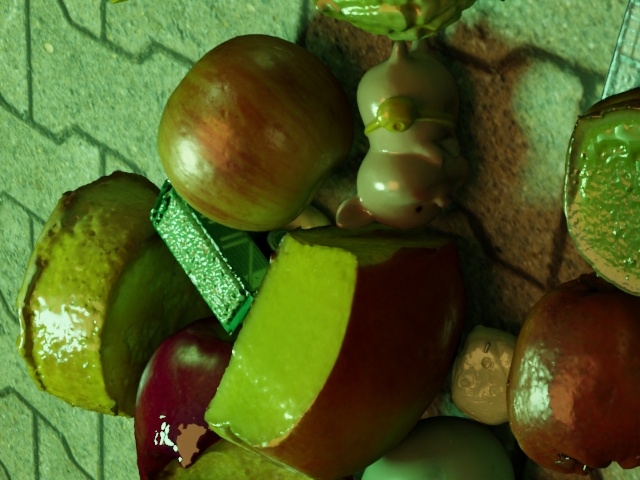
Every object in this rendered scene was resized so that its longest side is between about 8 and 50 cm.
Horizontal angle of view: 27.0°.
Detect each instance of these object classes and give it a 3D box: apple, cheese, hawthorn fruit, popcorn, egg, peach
[{"bbox_3d":[-0.088,-0.143,1.842,0.233,0.286,0.286,40,136,7],"label":"apple"},{"bbox_3d":[0.000,0.000,1.978,0.255,0.050,0.127,7,111,49],"label":"cheese"},{"bbox_3d":[0.320,0.125,1.544,0.211,0.211,0.299,5,99,49],"label":"hawthorn fruit"},{"bbox_3d":[0.106,-0.344,1.598,0.237,0.251,0.206,-124,51,-73],"label":"popcorn"},{"bbox_3d":[0.156,0.352,1.828,0.203,0.203,0.283,56,142,16],"label":"egg"},{"bbox_3d":[0.055,0.134,1.740,0.242,0.306,0.381,16,79,40],"label":"peach"},{"bbox_3d":[-0.109,0.322,2.039,0.339,0.353,0.417,0,104,4],"label":"peach"}]

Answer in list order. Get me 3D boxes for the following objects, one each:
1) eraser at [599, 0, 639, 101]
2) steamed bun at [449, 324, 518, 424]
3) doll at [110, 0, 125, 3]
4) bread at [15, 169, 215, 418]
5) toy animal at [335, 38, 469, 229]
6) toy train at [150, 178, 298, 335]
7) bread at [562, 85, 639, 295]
[{"bbox_3d":[0.372,-0.140,1.448,0.124,0.081,0.279,35,130,34],"label":"eraser"},{"bbox_3d":[0.232,0.174,1.746,0.112,0.091,0.130,17,114,19],"label":"steamed bun"},{"bbox_3d":[-0.346,-0.531,2.082,0.177,0.141,0.314,-18,97,39],"label":"doll"},{"bbox_3d":[-0.317,0.087,2.141,0.215,0.398,0.398,17,120,29],"label":"bread"},{"bbox_3d":[0.111,-0.134,1.705,0.149,0.165,0.248,28,120,46],"label":"toy animal"},{"bbox_3d":[-0.128,-0.002,1.966,0.269,0.154,0.115,54,136,19],"label":"toy train"},{"bbox_3d":[0.353,-0.048,1.392,0.236,0.070,0.236,21,124,34],"label":"bread"}]
